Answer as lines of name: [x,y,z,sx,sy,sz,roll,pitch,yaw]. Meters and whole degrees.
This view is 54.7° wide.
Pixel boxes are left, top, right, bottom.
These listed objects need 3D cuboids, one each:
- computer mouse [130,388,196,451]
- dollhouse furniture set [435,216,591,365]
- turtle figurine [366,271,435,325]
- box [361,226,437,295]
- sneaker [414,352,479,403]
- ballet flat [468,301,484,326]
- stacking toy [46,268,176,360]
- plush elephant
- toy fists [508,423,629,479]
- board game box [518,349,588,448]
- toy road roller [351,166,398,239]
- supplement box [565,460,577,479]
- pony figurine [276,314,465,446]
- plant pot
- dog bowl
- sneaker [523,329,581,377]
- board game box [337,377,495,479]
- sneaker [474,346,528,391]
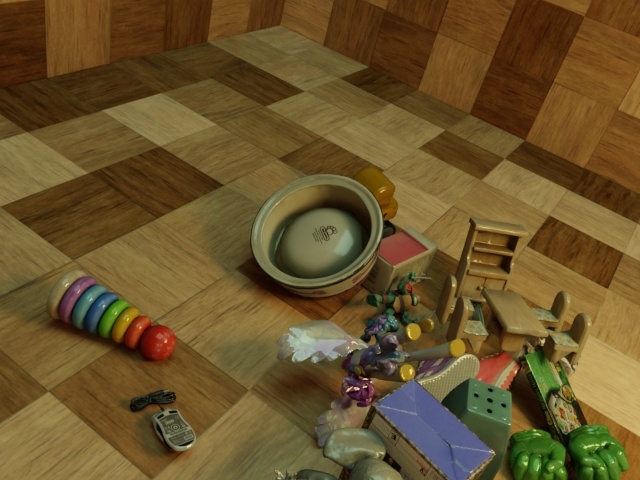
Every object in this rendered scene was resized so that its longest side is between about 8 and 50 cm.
computer mouse: [-0.352,0.421,1.419,0.106,0.042,0.193,-9,37,-38]
dollhouse furniture set: [0.535,0.131,1.787,0.362,0.257,0.394,8,22,-8]
turtle figurine: [0.249,0.195,1.899,0.234,0.118,0.175,-12,85,-32]
box: [0.249,0.073,2.026,0.232,0.149,0.127,-21,48,-41]
sneaker: [0.281,0.389,1.683,0.282,0.102,0.161,-25,11,-19]
ballet flat: [0.492,0.227,2.001,0.068,0.072,0.213,-7,32,15]
stacking toy: [-0.520,0.205,1.575,0.330,0.141,0.141,27,37,7]
plush elephant: [0.059,0.516,1.180,0.255,0.330,0.272,-14,35,-7]
toy fists: [0.611,0.539,1.533,0.279,0.096,0.142,-6,39,5]
board game box: [0.648,0.430,1.705,0.136,0.030,0.260,-5,66,-33]
toy road roller: [0.120,-0.121,2.158,0.329,0.241,0.202,-10,43,-32]
supplement box: [0.667,0.601,1.571,0.055,0.043,0.083,-6,41,-26]
pony figurine: [0.117,0.305,1.528,0.351,0.363,0.303,-15,82,-39]
plant pot: [0.360,0.455,1.484,0.165,0.234,0.165,19,36,5]
dog bowl: [0.000,0.000,1.899,0.407,0.150,0.408,-7,56,10]
sneaker: [0.716,0.311,1.939,0.235,0.094,0.153,39,40,28]
board game box: [0.193,0.490,1.321,0.141,0.291,0.232,-20,50,-41]
sneaker: [0.486,0.366,1.756,0.136,0.116,0.314,30,38,21]
